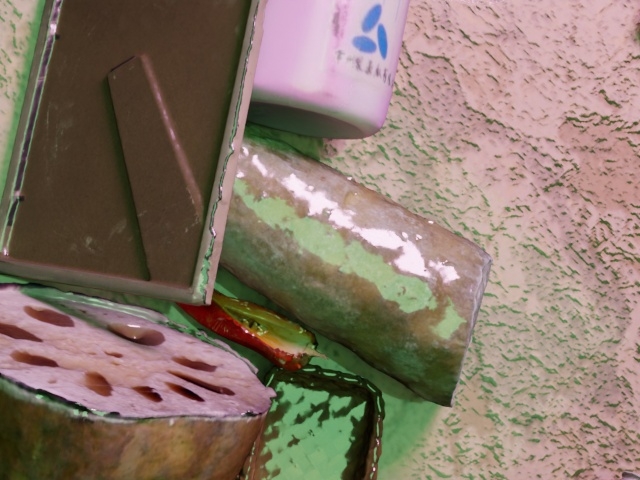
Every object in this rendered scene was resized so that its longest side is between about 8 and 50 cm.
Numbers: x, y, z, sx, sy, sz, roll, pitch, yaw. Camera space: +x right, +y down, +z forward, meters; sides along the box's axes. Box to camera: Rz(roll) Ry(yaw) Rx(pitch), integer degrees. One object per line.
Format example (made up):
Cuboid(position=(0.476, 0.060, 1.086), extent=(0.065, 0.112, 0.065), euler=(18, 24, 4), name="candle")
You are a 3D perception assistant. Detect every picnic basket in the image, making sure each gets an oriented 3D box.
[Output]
Cuboid(position=(-0.014, 0.197, 1.314), extent=(0.110, 0.055, 0.193), euler=(13, 84, -7), name="picnic basket")

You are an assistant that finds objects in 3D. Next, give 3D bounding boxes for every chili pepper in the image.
Cuboid(position=(-0.073, 0.062, 1.303), extent=(0.178, 0.027, 0.045), euler=(27, 39, 13), name="chili pepper")

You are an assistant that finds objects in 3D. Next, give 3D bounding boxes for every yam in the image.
Cuboid(position=(0.000, 0.000, 1.299), extent=(0.330, 0.133, 0.133), euler=(32, 81, -4), name="yam")

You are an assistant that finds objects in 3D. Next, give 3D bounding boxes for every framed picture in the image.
Cuboid(position=(-0.147, -0.104, 1.259), extent=(0.213, 0.016, 0.289), euler=(7, 83, 31), name="framed picture")

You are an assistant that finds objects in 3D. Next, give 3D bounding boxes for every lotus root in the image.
Cuboid(position=(-0.185, 0.151, 1.200), extent=(0.272, 0.272, 0.192), euler=(17, 95, -10), name="lotus root")

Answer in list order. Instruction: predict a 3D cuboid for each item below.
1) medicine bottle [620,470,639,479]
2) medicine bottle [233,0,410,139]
Cuboid(position=(0.205, 0.349, 1.315), extent=(0.179, 0.124, 0.324), euler=(36, 82, -9), name="medicine bottle")
Cuboid(position=(0.002, -0.217, 1.297), extent=(0.152, 0.152, 0.254), euler=(14, 84, -10), name="medicine bottle")
